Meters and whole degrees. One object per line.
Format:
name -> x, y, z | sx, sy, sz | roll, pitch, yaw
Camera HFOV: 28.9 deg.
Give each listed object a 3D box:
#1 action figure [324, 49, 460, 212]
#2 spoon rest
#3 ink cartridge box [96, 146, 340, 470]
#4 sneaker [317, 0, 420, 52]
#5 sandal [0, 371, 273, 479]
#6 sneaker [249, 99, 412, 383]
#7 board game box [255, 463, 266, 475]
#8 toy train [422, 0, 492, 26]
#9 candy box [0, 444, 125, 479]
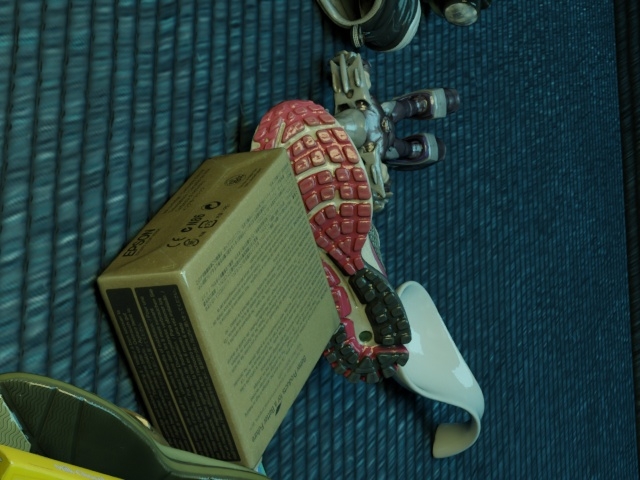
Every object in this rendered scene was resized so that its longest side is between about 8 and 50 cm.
action figure -> 0.067, -0.124, 1.436 | 0.285, 0.099, 0.185 | -9, 99, -62
spoon rest -> 0.141, 0.165, 1.536 | 0.137, 0.084, 0.276 | -73, 147, -41
ink cartridge box -> -0.078, 0.055, 1.077 | 0.234, 0.088, 0.193 | -56, 135, -56
sneaker -> 0.051, -0.351, 1.435 | 0.153, 0.101, 0.268 | -26, 111, -67
sandal -> -0.146, 0.177, 0.897 | 0.303, 0.086, 0.120 | 35, 90, -44
sneaker -> 0.000, 0.000, 1.258 | 0.112, 0.121, 0.299 | -114, -173, -69
board game box -> -0.093, 0.284, 1.039 | 0.210, 0.047, 0.160 | -57, 134, -55
toy train -> 0.188, -0.462, 1.735 | 0.190, 0.142, 0.333 | 42, 47, -43
candy box -> -0.154, 0.208, 0.828 | 0.206, 0.027, 0.105 | 28, 92, -44
